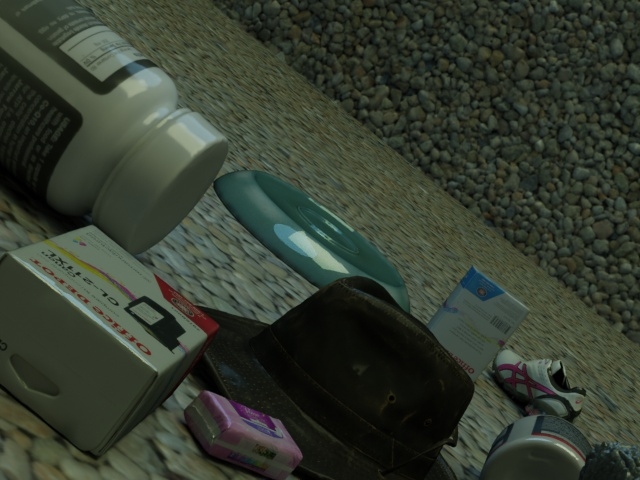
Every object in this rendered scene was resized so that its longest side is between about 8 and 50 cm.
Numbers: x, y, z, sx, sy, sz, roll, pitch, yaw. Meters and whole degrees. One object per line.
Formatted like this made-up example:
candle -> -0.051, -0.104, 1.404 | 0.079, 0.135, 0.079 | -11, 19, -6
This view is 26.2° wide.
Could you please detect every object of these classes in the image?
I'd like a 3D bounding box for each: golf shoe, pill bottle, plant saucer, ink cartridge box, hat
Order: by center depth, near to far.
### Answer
ink cartridge box -> -0.154, 0.062, 0.933 | 0.127, 0.072, 0.175 | 38, 10, 2
hat -> 0.042, 0.113, 1.201 | 0.331, 0.134, 0.331 | 36, 11, -8
pill bottle -> -0.233, -0.124, 1.242 | 0.283, 0.161, 0.161 | 39, 10, 8
pill bottle -> 0.215, 0.228, 1.341 | 0.108, 0.108, 0.180 | 39, 11, 8
ink cartridge box -> 0.196, 0.108, 1.767 | 0.088, 0.122, 0.052 | 36, 6, -8
plant saucer -> 0.000, 0.000, 1.812 | 0.318, 0.043, 0.317 | 36, 11, -8
golf shoe -> 0.297, 0.191, 1.843 | 0.067, 0.086, 0.186 | 29, 11, -31

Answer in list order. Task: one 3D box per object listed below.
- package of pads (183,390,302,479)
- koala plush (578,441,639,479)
package of pads -> -0.057, 0.144, 1.010 | 0.083, 0.032, 0.050 | 28, 15, -40
koala plush -> 0.249, 0.297, 0.984 | 0.221, 0.196, 0.203 | 32, 23, -31
